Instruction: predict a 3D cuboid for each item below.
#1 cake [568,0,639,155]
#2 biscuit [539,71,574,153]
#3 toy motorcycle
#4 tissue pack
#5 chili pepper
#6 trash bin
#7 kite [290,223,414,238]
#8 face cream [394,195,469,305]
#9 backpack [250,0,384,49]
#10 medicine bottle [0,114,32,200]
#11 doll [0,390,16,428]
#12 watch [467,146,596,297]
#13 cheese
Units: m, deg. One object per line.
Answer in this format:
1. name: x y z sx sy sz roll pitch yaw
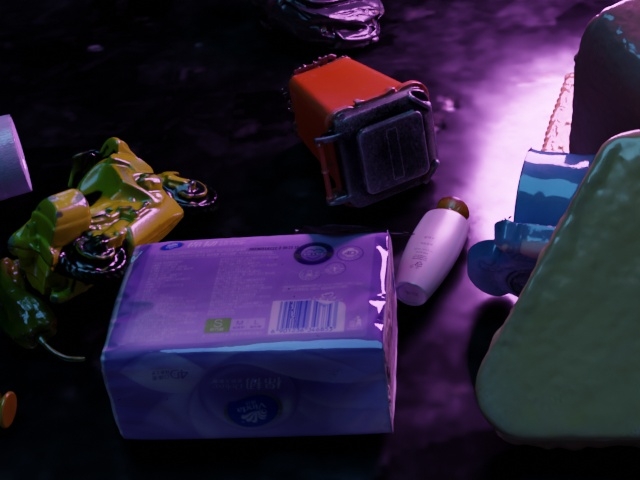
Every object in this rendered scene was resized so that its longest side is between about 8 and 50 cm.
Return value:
1. cake: 0.473 -0.161 1.715 0.237 0.309 0.230 -24 51 -14
2. biscuit: 0.418 -0.171 1.969 0.160 0.030 0.250 5 41 18
3. toy motorcycle: -0.294 -0.041 1.844 0.206 0.142 0.342 16 28 20
4. tissue pack: -0.078 0.116 1.613 0.338 0.160 0.242 -3 34 9
5. chili pepper: -0.392 0.095 1.771 0.073 0.072 0.204 -31 46 -11
6. trash bin: 0.041 -0.164 1.949 0.184 0.161 0.238 -23 33 -17
7. kite: 0.000 -0.002 1.736 0.141 0.015 0.245 11 -15 -39
8. face cream: 0.149 0.013 1.780 0.072 0.051 0.182 8 43 22
9. backpack: -0.004 -0.408 2.278 0.206 0.133 0.258 -23 46 -30
10. medicine bottle: -0.555 -0.101 1.988 0.225 0.139 0.139 -16 39 -8
11. doll: -0.444 0.193 1.651 0.127 0.084 0.073 8 40 9
12. watch: 0.298 -0.025 1.688 0.210 0.211 0.193 6 59 18
13. cheese: 0.330 0.106 1.490 0.383 0.104 0.384 -1 81 9
